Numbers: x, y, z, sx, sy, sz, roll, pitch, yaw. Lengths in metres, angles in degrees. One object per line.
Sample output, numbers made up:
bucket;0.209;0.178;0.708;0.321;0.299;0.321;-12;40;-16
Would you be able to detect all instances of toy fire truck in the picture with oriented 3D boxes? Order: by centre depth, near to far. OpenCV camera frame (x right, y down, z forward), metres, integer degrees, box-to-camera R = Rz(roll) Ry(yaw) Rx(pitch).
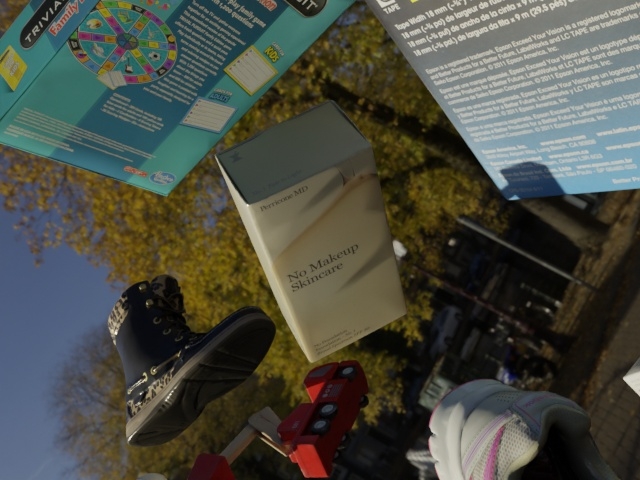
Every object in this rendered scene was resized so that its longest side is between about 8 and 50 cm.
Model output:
toy fire truck;-0.037;0.199;0.746;0.192;0.135;0.047;-54;-52;-55

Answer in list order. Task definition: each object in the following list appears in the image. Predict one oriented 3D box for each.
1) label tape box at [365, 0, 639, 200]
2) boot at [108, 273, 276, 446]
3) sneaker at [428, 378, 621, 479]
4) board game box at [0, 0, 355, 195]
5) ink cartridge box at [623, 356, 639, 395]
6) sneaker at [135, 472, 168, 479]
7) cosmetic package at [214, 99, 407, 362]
label tape box;0.179;-0.190;0.581;0.240;0.334;0.106;-2;45;55
boot;-0.266;0.180;1.372;0.138;0.284;0.377;19;-57;-45
sneaker;0.149;0.206;0.441;0.102;0.252;0.111;-18;-12;-18
board game box;-0.153;-0.209;0.745;0.336;0.079;0.253;-43;-28;17
ink cartridge box;0.540;0.219;0.952;0.093;0.212;0.154;-41;-8;-21
sneaker;-0.285;0.320;0.829;0.235;0.094;0.153;-35;-61;-32
cosmetic package;0.000;0.000;0.911;0.160;0.113;0.310;-27;-43;-8
